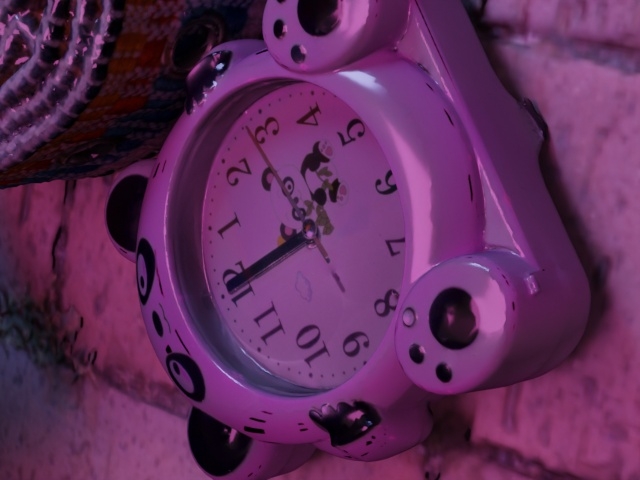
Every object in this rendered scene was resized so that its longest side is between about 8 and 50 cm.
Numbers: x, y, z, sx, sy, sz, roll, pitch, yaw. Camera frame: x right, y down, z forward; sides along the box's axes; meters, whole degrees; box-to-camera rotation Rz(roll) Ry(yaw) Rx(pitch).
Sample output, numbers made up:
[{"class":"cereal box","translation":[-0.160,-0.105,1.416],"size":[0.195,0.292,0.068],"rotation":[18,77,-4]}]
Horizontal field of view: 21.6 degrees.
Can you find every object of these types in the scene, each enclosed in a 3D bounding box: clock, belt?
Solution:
[{"class":"clock","translation":[0.000,0.000,0.846],"size":[0.248,0.090,0.227],"rotation":[-35,71,38]},{"class":"belt","translation":[-0.161,-0.137,0.925],"size":[0.295,0.160,0.207],"rotation":[-11,86,41]}]
